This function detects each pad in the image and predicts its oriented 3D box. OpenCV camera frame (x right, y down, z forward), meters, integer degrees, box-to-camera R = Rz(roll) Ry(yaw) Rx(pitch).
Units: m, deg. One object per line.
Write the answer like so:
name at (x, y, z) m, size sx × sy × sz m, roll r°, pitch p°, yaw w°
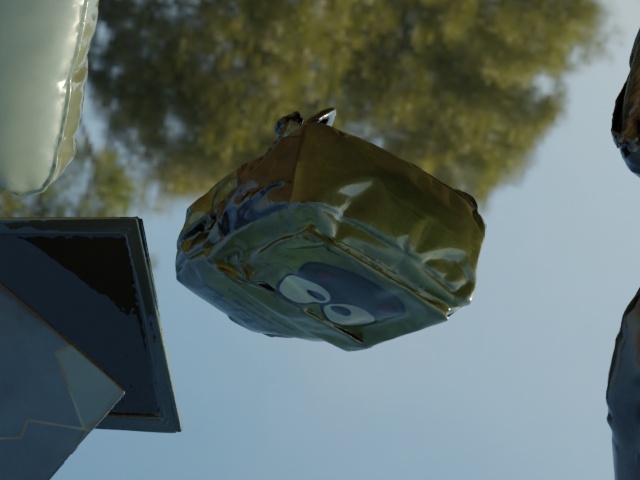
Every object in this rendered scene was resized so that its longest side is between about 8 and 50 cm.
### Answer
pad at (-0.272, 0.141, 1.183) m, size 0.163 × 0.243 × 0.004 m, roll 40°, pitch -168°, yaw -1°

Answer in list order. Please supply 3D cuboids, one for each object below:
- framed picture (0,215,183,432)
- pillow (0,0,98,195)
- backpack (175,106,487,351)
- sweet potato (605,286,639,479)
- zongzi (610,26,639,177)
framed picture at (-0.242, 0.066, 1.341) m, size 0.252 × 0.197 × 0.014 m, roll 1°, pitch -153°, yaw 17°
pillow at (-0.281, -0.166, 0.952) m, size 0.322 × 0.255 × 0.120 m, roll 13°, pitch -149°, yaw -4°
backpack at (0.000, 0.000, 1.343) m, size 0.207 × 0.140 × 0.253 m, roll 31°, pitch 150°, yaw -26°
sweet potato at (0.224, 0.195, 0.577) m, size 0.422 × 0.130 × 0.130 m, roll 51°, pitch -157°, yaw 6°
zongzi at (0.359, -0.186, 1.174) m, size 0.154 × 0.317 × 0.289 m, roll 37°, pitch -134°, yaw -14°
